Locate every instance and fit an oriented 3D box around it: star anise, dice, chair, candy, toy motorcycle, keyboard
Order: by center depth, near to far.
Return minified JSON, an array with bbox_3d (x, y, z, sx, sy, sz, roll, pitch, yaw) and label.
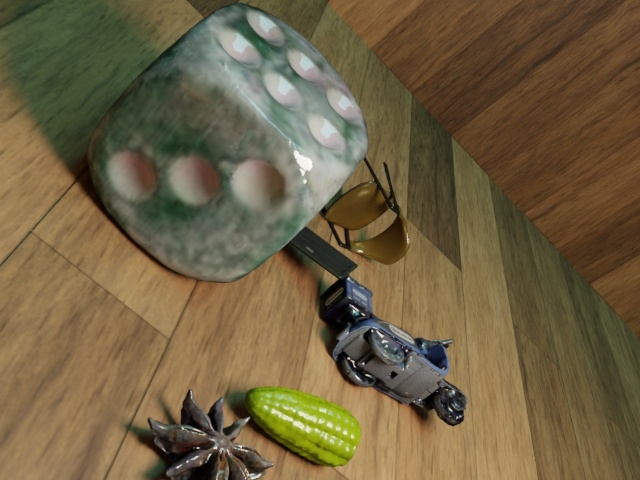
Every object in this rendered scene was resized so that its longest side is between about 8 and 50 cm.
[{"bbox_3d":[-0.142,0.291,0.921,0.205,0.061,0.180,20,36,-51],"label":"star anise"},{"bbox_3d":[-0.031,0.280,1.079,0.209,0.097,0.096,33,33,-29],"label":"candy"},{"bbox_3d":[-0.143,-0.158,1.151,0.328,0.348,0.330,45,27,-10],"label":"dice"},{"bbox_3d":[-0.005,0.011,1.386,0.381,0.041,0.103,31,25,13],"label":"keyboard"},{"bbox_3d":[0.162,0.228,1.400,0.359,0.125,0.212,36,27,-23],"label":"toy motorcycle"},{"bbox_3d":[0.102,-0.078,1.638,0.172,0.159,0.246,28,35,-42],"label":"chair"}]
